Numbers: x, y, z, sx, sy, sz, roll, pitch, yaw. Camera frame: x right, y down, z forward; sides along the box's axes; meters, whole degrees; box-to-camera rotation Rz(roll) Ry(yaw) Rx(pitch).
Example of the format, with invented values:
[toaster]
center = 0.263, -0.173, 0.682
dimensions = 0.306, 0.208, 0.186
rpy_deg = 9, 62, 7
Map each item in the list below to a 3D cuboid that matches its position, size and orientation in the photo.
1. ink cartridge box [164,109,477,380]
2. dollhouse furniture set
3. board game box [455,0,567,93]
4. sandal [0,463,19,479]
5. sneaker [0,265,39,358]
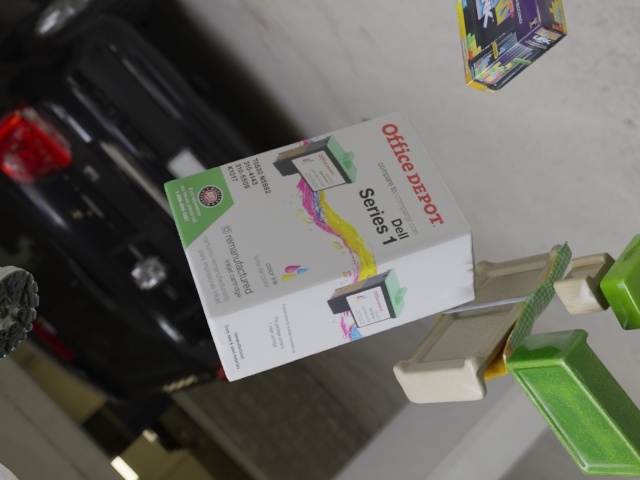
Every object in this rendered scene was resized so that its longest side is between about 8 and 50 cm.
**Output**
[ink cartridge box]
center = 0.000, 0.000, 1.265
dimensions = 0.117, 0.278, 0.201
rpy_deg = 80, 169, -49
[dollhouse furniture set]
center = 0.246, 0.120, 1.259
dimensions = 0.151, 0.197, 0.301
rpy_deg = 50, 151, -14
[board game box]
center = 0.228, -0.288, 1.474
dimensions = 0.048, 0.170, 0.141
rpy_deg = 12, 149, -28
[sandal]
center = -0.184, 0.277, 0.937
dimensions = 0.102, 0.076, 0.265
rpy_deg = -40, 76, 36
[sneaker]
center = -0.418, 0.119, 1.231
dimensions = 0.122, 0.283, 0.110
rpy_deg = 11, 124, 27
